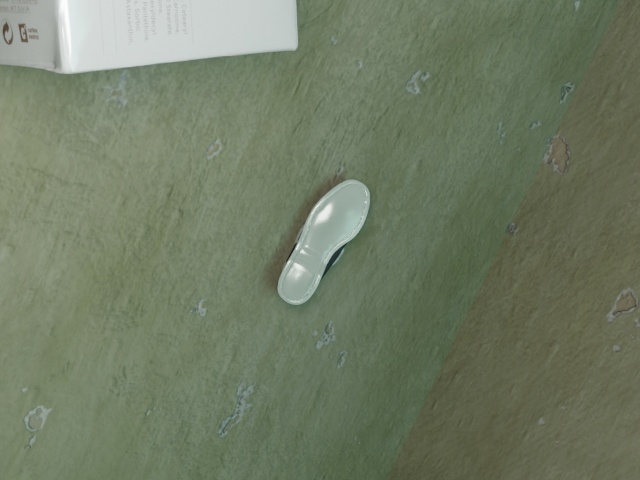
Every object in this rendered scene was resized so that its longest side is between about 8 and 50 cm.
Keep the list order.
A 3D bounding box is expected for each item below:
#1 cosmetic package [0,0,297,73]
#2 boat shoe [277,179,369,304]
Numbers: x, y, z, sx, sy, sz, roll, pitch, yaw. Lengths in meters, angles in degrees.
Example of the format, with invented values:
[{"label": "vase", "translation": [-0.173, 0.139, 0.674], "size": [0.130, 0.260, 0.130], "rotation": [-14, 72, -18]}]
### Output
[{"label": "cosmetic package", "translation": [-0.287, -0.432, 1.670], "size": [0.394, 0.329, 0.327], "rotation": [-13, 108, -36]}, {"label": "boat shoe", "translation": [0.000, 0.000, 2.435], "size": [0.114, 0.091, 0.302], "rotation": [37, 89, -4]}]
